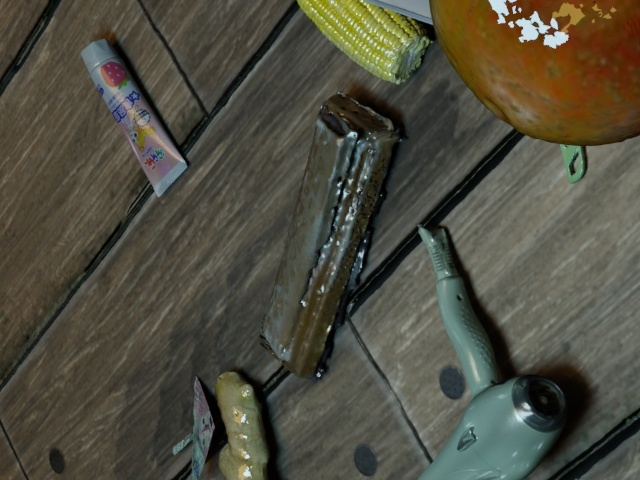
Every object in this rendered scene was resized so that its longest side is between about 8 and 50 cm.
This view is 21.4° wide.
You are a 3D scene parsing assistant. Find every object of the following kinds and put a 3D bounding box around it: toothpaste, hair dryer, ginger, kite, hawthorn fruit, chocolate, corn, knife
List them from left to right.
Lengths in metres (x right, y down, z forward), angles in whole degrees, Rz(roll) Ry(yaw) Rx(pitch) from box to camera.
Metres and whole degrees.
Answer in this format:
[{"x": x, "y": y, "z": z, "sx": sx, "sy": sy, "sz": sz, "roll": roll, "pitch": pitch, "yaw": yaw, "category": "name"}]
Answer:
[{"x": -0.222, "y": -0.149, "z": 2.013, "sx": 0.067, "sy": 0.043, "sz": 0.194, "roll": -42, "pitch": 74, "yaw": 39, "category": "toothpaste"}, {"x": -0.150, "y": 0.228, "z": 2.013, "sx": 0.152, "sy": 0.005, "sz": 0.137, "roll": 154, "pitch": 121, "yaw": -63, "category": "kite"}, {"x": -0.075, "y": 0.289, "z": 1.927, "sx": 0.089, "sy": 0.075, "sz": 0.288, "roll": -19, "pitch": 81, "yaw": 43, "category": "ginger"}, {"x": -0.002, "y": 0.003, "z": 1.795, "sx": 0.102, "sy": 0.065, "sz": 0.329, "roll": 39, "pitch": 126, "yaw": 34, "category": "chocolate"}, {"x": 0.040, "y": -0.229, "z": 1.705, "sx": 0.165, "sy": 0.063, "sz": 0.085, "roll": 45, "pitch": 103, "yaw": 28, "category": "corn"}, {"x": 0.134, "y": 0.150, "z": 1.696, "sx": 0.267, "sy": 0.092, "sz": 0.229, "roll": 60, "pitch": 141, "yaw": 38, "category": "hair dryer"}, {"x": 0.219, "y": -0.155, "z": 1.567, "sx": 0.030, "sy": 0.014, "sz": 0.207, "roll": -8, "pitch": 93, "yaw": 45, "category": "knife"}, {"x": 0.214, "y": -0.194, "z": 1.399, "sx": 0.277, "sy": 0.277, "sz": 0.298, "roll": 50, "pitch": 155, "yaw": 27, "category": "hawthorn fruit"}]

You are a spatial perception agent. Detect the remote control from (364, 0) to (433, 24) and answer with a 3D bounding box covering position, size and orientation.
[{"x": 0.070, "y": -0.275, "z": 1.638, "sx": 0.250, "sy": 0.034, "sz": 0.103, "roll": 23, "pitch": 90, "yaw": 33, "category": "remote control"}]
